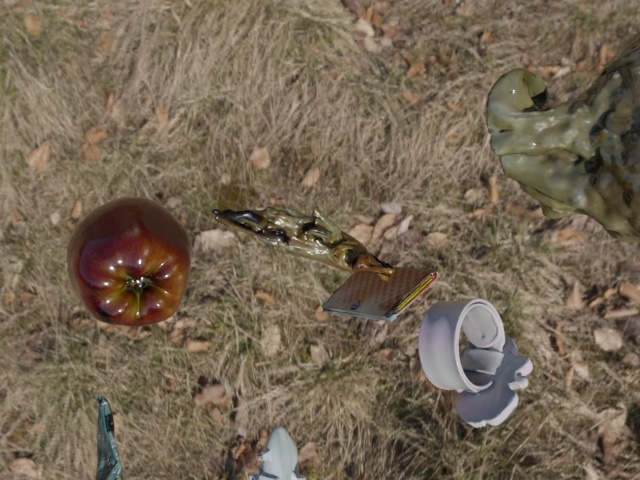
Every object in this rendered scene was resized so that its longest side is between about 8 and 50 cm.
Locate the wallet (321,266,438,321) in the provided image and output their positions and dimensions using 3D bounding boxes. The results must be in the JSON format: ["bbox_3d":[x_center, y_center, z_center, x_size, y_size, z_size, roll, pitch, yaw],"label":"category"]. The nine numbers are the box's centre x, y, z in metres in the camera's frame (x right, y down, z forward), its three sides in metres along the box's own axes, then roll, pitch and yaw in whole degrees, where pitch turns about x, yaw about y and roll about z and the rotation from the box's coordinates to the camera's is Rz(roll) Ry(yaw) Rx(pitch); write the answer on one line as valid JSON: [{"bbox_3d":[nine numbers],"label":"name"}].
[{"bbox_3d":[0.080,0.074,0.958,0.103,0.196,0.020,-41,106,-21],"label":"wallet"}]

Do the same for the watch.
[{"bbox_3d":[0.328,0.253,1.430,0.196,0.231,0.244,-8,40,44],"label":"watch"}]

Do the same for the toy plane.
[{"bbox_3d":[-0.072,0.467,1.199,0.251,0.255,0.101,-1,9,39],"label":"toy plane"}]

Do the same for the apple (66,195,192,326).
[{"bbox_3d":[-0.435,0.051,1.502,0.288,0.288,0.317,-19,26,-14],"label":"apple"}]

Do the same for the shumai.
[{"bbox_3d":[0.341,-0.117,0.807,0.262,0.267,0.314,-3,49,5],"label":"shumai"}]

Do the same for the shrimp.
[{"bbox_3d":[-0.005,-0.007,0.812,0.117,0.262,0.066,13,86,46],"label":"shrimp"}]

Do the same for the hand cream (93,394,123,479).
[{"bbox_3d":[-0.352,0.378,1.060,0.052,0.075,0.247,7,58,-34],"label":"hand cream"}]
